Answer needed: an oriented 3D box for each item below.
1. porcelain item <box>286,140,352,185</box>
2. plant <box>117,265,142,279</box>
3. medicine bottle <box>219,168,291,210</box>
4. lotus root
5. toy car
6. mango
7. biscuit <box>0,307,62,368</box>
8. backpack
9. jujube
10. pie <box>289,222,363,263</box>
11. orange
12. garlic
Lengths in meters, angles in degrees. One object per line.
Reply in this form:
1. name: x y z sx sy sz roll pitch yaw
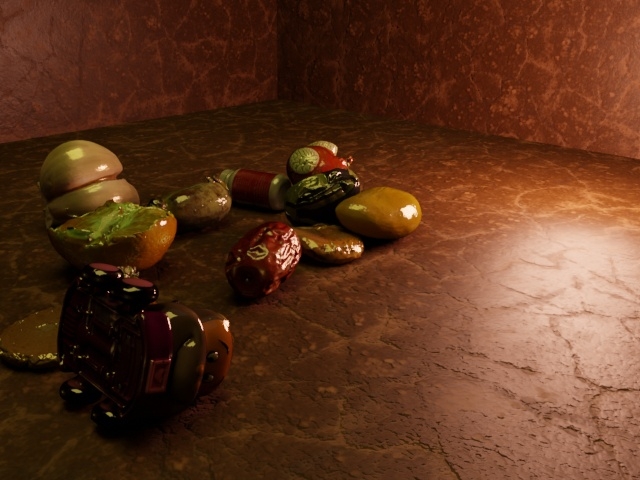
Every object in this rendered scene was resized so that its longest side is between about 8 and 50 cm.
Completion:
1. porcelain item: 0.011 -0.242 2.293 0.252 0.253 0.253 1 22 0
2. plant: -0.488 0.125 1.628 0.121 0.104 0.117 29 59 -12
3. medicine bottle: -0.237 -0.186 2.316 0.250 0.131 0.131 11 23 24
4. lotus root: -0.424 -0.108 2.086 0.173 0.173 0.309 20 28 39
5. toy car: -0.333 0.192 1.229 0.340 0.271 0.240 20 10 40
6. mango: 0.198 -0.081 2.029 0.195 0.142 0.331 36 32 24
7. biscuit: -0.591 0.213 1.409 0.225 0.042 0.226 0 23 0
8. backpack: 0.010 -0.121 2.083 0.253 0.207 0.140 -14 38 -19
9. jujube: -0.146 0.050 1.673 0.174 0.174 0.250 6 25 12
10. pie: 0.001 -0.001 1.940 0.273 0.069 0.273 9 17 -3
11. orange: -0.564 -0.002 1.754 0.334 0.196 0.262 6 7 1
12. garlic: -0.753 -0.170 2.112 0.313 0.249 0.286 -13 69 -27
